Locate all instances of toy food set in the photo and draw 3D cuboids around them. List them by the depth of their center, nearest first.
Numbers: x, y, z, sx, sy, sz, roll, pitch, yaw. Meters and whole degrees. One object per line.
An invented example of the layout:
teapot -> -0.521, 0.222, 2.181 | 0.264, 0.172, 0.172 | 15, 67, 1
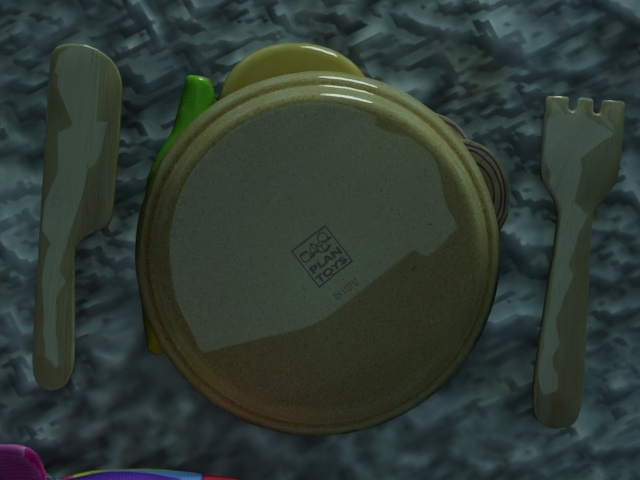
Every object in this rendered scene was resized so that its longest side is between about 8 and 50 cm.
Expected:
toy food set -> 0.000, 0.000, 0.665 | 0.192, 0.038, 0.132 | 6, 92, -4

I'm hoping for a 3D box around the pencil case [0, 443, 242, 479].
pencil case -> -0.064, 0.182, 0.614 | 0.104, 0.104, 0.236 | -1, 85, 0
